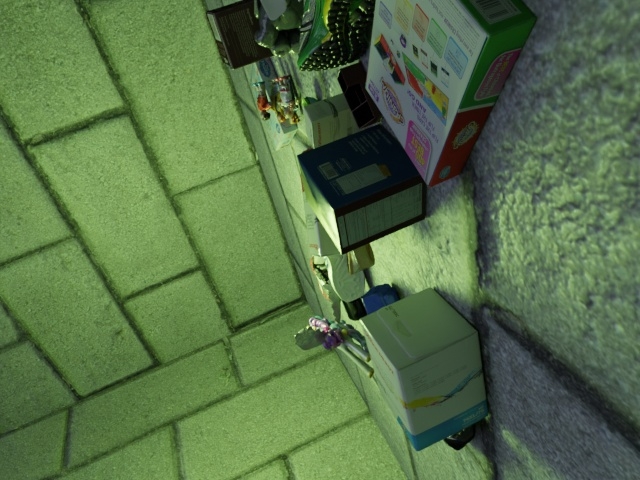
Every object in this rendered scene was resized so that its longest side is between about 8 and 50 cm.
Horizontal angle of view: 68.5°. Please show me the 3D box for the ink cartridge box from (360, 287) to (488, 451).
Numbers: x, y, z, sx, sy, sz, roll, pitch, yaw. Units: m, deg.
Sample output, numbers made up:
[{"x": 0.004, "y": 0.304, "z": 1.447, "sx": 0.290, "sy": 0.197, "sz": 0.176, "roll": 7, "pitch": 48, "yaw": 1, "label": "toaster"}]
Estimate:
[{"x": 0.240, "y": 0.294, "z": 1.094, "sx": 0.198, "sy": 0.197, "sz": 0.270, "roll": -128, "pitch": 18, "yaw": -58, "label": "ink cartridge box"}]

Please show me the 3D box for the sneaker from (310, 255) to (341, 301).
[{"x": 0.029, "y": 0.173, "z": 2.258, "sx": 0.135, "sy": 0.098, "sz": 0.276, "roll": 87, "pitch": 160, "yaw": -69, "label": "sneaker"}]

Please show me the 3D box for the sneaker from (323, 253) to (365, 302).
[{"x": 0.065, "y": 0.054, "z": 1.784, "sx": 0.236, "sy": 0.130, "sz": 0.322, "roll": -111, "pitch": -3, "yaw": -70, "label": "sneaker"}]

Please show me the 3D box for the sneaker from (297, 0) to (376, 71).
[{"x": 0.028, "y": -0.438, "z": 0.891, "sx": 0.343, "sy": 0.134, "sz": 0.146, "roll": 144, "pitch": 111, "yaw": -71, "label": "sneaker"}]

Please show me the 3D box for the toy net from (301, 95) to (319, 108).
[{"x": 0.009, "y": -0.323, "z": 1.415, "sx": 0.122, "sy": 0.045, "sz": 0.232, "roll": 99, "pitch": 147, "yaw": -71, "label": "toy net"}]

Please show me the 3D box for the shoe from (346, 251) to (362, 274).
[{"x": 0.114, "y": 0.020, "z": 1.607, "sx": 0.076, "sy": 0.058, "sz": 0.219, "roll": -94, "pitch": -4, "yaw": -57, "label": "shoe"}]

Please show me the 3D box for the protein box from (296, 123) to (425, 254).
[{"x": 0.086, "y": -0.114, "z": 1.000, "sx": 0.136, "sy": 0.201, "sz": 0.200, "roll": 78, "pitch": 166, "yaw": -47, "label": "protein box"}]

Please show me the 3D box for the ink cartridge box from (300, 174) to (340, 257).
[{"x": 0.018, "y": -0.091, "z": 1.501, "sx": 0.197, "sy": 0.114, "sz": 0.272, "roll": -175, "pitch": 78, "yaw": -79, "label": "ink cartridge box"}]

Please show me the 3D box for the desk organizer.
[{"x": 0.085, "y": -0.312, "z": 1.013, "sx": 0.047, "sy": 0.050, "sz": 0.130, "roll": 139, "pitch": 108, "yaw": -80, "label": "desk organizer"}]

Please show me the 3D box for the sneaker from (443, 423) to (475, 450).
[{"x": 0.367, "y": 0.504, "z": 1.260, "sx": 0.124, "sy": 0.107, "sz": 0.283, "roll": 52, "pitch": 173, "yaw": 3, "label": "sneaker"}]

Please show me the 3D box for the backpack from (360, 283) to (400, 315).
[{"x": 0.192, "y": 0.186, "z": 1.421, "sx": 0.120, "sy": 0.101, "sz": 0.098, "roll": -34, "pitch": -72, "yaw": -67, "label": "backpack"}]

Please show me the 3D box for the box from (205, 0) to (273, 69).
[{"x": -0.224, "y": -0.654, "z": 1.464, "sx": 0.168, "sy": 0.203, "sz": 0.167, "roll": -127, "pitch": 17, "yaw": -57, "label": "box"}]

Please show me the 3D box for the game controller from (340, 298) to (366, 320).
[{"x": 0.112, "y": 0.198, "z": 2.033, "sx": 0.319, "sy": 0.067, "sz": 0.166, "roll": 66, "pitch": 156, "yaw": 6, "label": "game controller"}]

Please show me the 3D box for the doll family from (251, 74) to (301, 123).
[{"x": -0.129, "y": -0.494, "z": 1.668, "sx": 0.263, "sy": 0.118, "sz": 0.163, "roll": 16, "pitch": 124, "yaw": 54, "label": "doll family"}]

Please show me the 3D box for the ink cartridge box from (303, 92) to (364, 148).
[{"x": 0.033, "y": -0.284, "z": 1.101, "sx": 0.099, "sy": 0.135, "sz": 0.056, "roll": 86, "pitch": 160, "yaw": -60, "label": "ink cartridge box"}]

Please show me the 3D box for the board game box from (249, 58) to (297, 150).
[{"x": -0.201, "y": -0.561, "z": 1.950, "sx": 0.319, "sy": 0.066, "sz": 0.318, "roll": -179, "pitch": 68, "yaw": -79, "label": "board game box"}]

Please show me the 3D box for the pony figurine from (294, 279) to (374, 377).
[{"x": 0.068, "y": 0.384, "z": 1.931, "sx": 0.363, "sy": 0.303, "sz": 0.351, "roll": 27, "pitch": 154, "yaw": 25, "label": "pony figurine"}]

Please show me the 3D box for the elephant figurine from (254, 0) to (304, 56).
[{"x": -0.110, "y": -0.589, "z": 1.158, "sx": 0.186, "sy": 0.169, "sz": 0.239, "roll": -37, "pitch": 58, "yaw": 39, "label": "elephant figurine"}]

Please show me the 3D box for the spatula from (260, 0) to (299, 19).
[{"x": -0.079, "y": -0.603, "z": 0.985, "sx": 0.019, "sy": 0.168, "sz": 0.242, "roll": -1, "pitch": -112, "yaw": -61, "label": "spatula"}]

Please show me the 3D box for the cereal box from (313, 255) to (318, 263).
[{"x": 0.000, "y": 0.000, "z": 2.023, "sx": 0.240, "sy": 0.047, "sz": 0.173, "roll": 112, "pitch": 157, "yaw": -77, "label": "cereal box"}]

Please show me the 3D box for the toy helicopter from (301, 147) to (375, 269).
[{"x": 0.081, "y": -0.090, "z": 1.252, "sx": 0.235, "sy": 0.140, "sz": 0.355, "roll": 34, "pitch": -140, "yaw": -66, "label": "toy helicopter"}]

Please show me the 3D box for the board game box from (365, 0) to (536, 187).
[{"x": 0.158, "y": -0.262, "z": 0.690, "sx": 0.316, "sy": 0.064, "sz": 0.242, "roll": 90, "pitch": 156, "yaw": -66, "label": "board game box"}]
